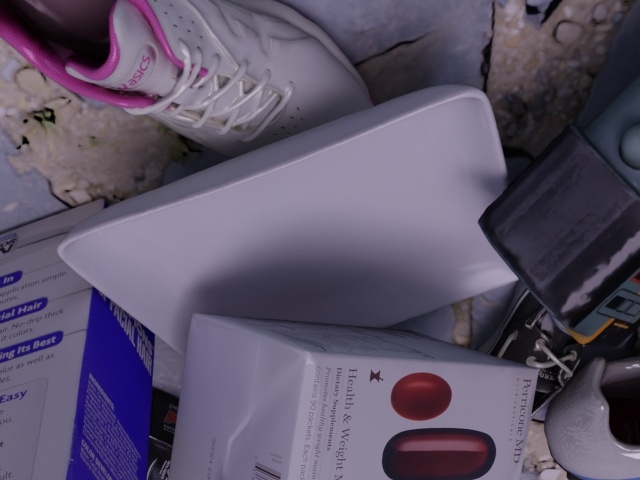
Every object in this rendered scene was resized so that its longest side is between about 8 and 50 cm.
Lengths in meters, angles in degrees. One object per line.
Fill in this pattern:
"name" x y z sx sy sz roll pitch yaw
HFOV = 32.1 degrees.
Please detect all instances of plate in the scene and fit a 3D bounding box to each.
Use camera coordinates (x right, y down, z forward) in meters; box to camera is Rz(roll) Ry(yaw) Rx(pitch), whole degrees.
"plate" 0.000 0.000 0.775 0.277 0.045 0.278 -21 151 9

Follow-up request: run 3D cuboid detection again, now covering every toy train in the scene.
"toy train" 0.254 -0.060 0.707 0.334 0.142 0.190 -46 149 20

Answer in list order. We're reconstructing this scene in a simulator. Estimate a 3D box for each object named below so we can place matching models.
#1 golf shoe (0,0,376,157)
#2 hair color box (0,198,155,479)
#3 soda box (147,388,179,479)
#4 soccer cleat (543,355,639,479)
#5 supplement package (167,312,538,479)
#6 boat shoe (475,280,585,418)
"golf shoe" -0.090 -0.107 0.685 0.306 0.140 0.115 27 118 -23
"hair color box" -0.212 0.131 0.720 0.185 0.339 0.110 -19 127 9
"soda box" -0.088 0.194 0.948 0.169 0.060 0.053 29 118 -24
"soccer cleat" 0.353 0.152 0.911 0.331 0.116 0.143 1 144 -4
"supplement package" 0.017 0.162 0.777 0.203 0.149 0.194 7 92 -36
"boat shoe" 0.177 0.090 0.890 0.077 0.070 0.219 19 122 -18
